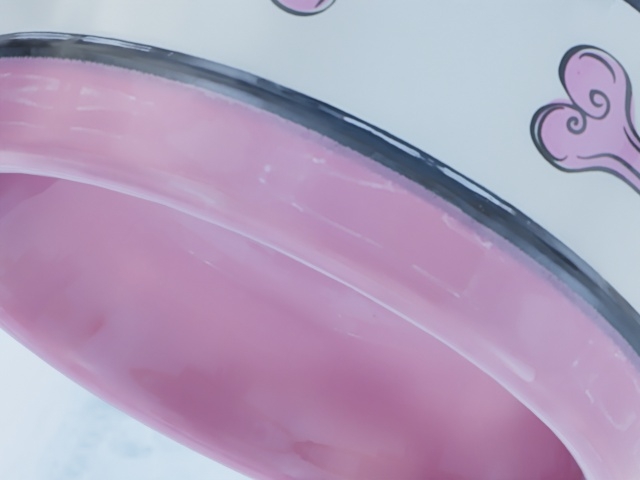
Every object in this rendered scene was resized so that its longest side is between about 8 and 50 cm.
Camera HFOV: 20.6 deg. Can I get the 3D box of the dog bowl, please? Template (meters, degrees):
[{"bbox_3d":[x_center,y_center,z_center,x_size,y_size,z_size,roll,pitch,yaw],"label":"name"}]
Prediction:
[{"bbox_3d":[0.000,0.000,0.783,0.408,0.408,0.150,13,64,30],"label":"dog bowl"}]
